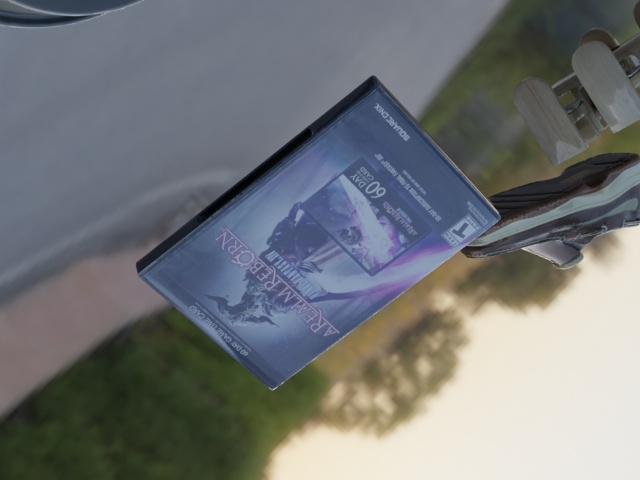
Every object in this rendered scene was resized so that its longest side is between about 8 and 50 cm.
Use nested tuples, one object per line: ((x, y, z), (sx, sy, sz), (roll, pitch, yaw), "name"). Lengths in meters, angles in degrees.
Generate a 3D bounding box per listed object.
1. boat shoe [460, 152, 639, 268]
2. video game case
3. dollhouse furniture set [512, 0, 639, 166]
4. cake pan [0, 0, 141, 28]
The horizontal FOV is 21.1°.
((0.250, -0.014, 1.787), (0.257, 0.095, 0.095), (-21, -163, -32), "boat shoe")
((0.000, 0.000, 1.546), (0.274, 0.196, 0.026), (-38, -146, 11), "video game case")
((0.313, -0.221, 1.733), (0.242, 0.161, 0.212), (-31, -176, 35), "dollhouse furniture set")
((-0.145, -0.263, 1.016), (0.293, 0.293, 0.054), (-46, -138, -16), "cake pan")
